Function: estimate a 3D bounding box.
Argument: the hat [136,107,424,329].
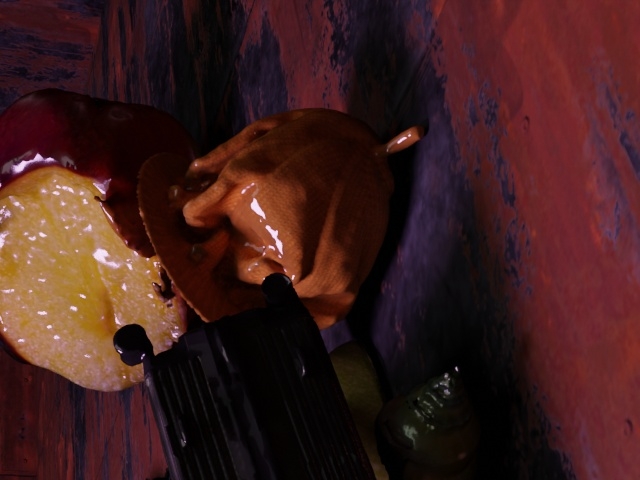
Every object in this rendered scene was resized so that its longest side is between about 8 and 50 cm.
[{"bbox_3d":[0.005,-0.030,1.185,0.233,0.233,0.244,-34,65,25],"label":"hat"}]

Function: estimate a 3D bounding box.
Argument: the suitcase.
[{"bbox_3d":[-0.021,0.228,0.985,0.229,0.152,0.335,73,176,-52],"label":"suitcase"}]

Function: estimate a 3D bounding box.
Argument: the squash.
[{"bbox_3d":[0.002,0.205,1.203,0.184,0.085,0.191,-115,33,-58],"label":"squash"}]

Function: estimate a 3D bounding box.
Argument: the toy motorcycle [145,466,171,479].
[{"bbox_3d":[-0.165,0.383,1.614,0.331,0.125,0.196,172,100,-75],"label":"toy motorcycle"}]

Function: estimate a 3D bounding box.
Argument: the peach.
[{"bbox_3d":[-0.308,0.005,1.822,0.353,0.339,0.416,1,-85,-71],"label":"peach"}]

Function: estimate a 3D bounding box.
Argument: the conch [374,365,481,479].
[{"bbox_3d":[0.079,0.170,0.983,0.095,0.080,0.200,-73,-17,-61],"label":"conch"}]
